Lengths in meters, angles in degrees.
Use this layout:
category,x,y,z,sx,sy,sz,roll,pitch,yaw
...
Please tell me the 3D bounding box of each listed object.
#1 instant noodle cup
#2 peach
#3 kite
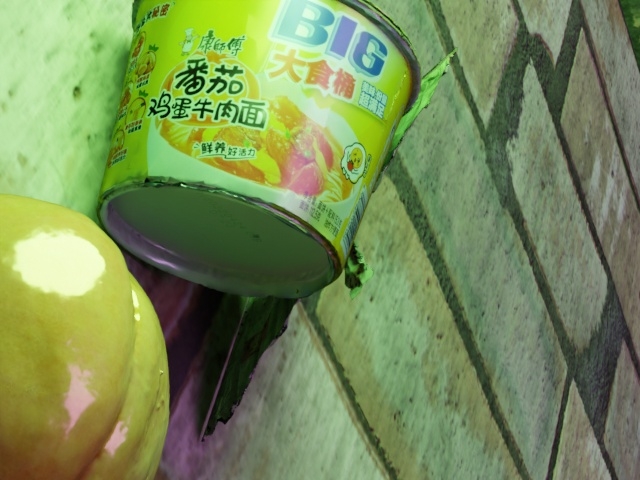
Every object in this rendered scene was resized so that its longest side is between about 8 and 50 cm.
category,x,y,z,sx,sy,sz,roll,pitch,yaw
instant noodle cup,-0.044,-0.060,0.940,0.205,0.205,0.153,46,51,-52
peach,-0.154,0.068,0.690,0.184,0.184,0.184,29,58,-60
kite,0.000,0.000,1.038,0.013,0.323,0.268,31,2,-16
